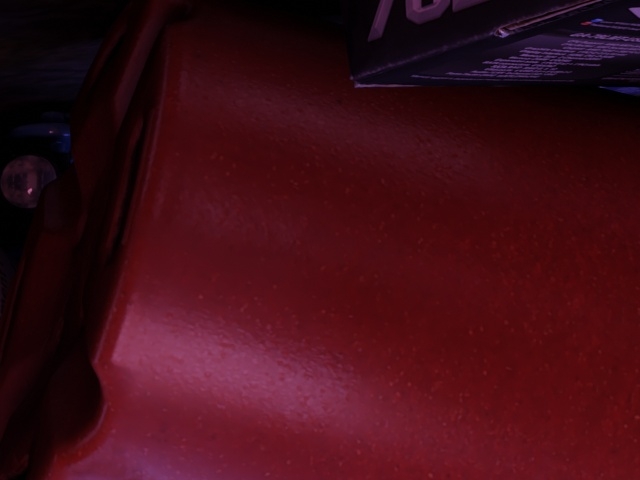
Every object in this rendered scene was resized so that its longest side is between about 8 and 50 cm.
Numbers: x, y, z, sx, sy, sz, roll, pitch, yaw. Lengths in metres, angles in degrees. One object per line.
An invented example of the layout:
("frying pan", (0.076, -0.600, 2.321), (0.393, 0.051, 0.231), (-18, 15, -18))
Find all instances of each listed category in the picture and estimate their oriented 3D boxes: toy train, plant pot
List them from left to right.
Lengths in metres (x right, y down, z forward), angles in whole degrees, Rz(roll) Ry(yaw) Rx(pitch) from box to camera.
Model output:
("toy train", (-0.160, -0.014, 0.891), (0.105, 0.080, 0.184), (0, 173, -5))
("plant pot", (0.031, 0.044, 0.653), (0.265, 0.272, 0.272), (16, 168, -17))

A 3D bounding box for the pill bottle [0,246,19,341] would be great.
("pill bottle", (-0.176, 0.073, 0.766), (0.162, 0.162, 0.278), (-11, 142, 28))

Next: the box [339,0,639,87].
("box", (0.204, -0.103, 0.505), (0.295, 0.073, 0.293), (-4, 173, -44))

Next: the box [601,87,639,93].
("box", (0.137, -0.089, 0.778), (0.225, 0.037, 0.136), (-5, 174, -27))
